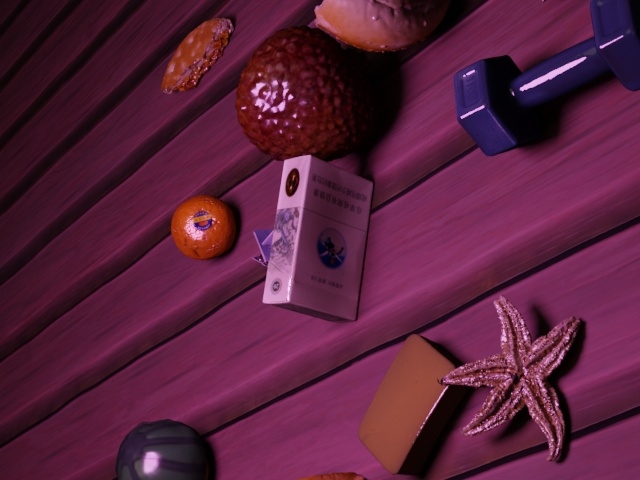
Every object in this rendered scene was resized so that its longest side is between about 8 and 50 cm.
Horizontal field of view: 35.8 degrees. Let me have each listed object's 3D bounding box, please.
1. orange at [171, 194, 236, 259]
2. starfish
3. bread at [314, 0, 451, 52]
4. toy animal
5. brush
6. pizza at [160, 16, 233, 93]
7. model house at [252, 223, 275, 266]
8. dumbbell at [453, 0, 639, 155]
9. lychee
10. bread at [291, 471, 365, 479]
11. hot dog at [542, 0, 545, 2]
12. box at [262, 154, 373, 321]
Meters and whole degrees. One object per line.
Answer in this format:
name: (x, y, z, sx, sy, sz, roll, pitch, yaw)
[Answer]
orange: (-0.241, -0.025, 2.042, 0.117, 0.136, 0.135, 117, 158, -71)
starfish: (0.278, 0.196, 1.390, 0.227, 0.043, 0.240, -34, 59, 27)
bread: (0.125, -0.427, 1.714, 0.171, 0.192, 0.314, -54, 6, 48)
toy animal: (-0.321, 0.505, 1.870, 0.216, 0.191, 0.338, -7, 70, 49)
brush: (0.144, 0.254, 1.526, 0.197, 0.059, 0.123, -62, 37, 11)
pizza: (-0.288, -0.428, 2.307, 0.246, 0.058, 0.127, -51, 42, 21)
model house: (-0.064, 0.012, 1.843, 0.167, 0.088, 0.117, -47, 44, 27)
dumbbell: (0.347, -0.239, 1.414, 0.325, 0.160, 0.144, -26, 88, 42)
lychee: (-0.023, -0.252, 1.762, 0.261, 0.261, 0.260, -22, 60, 44)
bread: (-0.023, 0.477, 1.583, 0.143, 0.140, 0.228, -13, 64, 55)
hot dog: (0.392, -0.472, 1.517, 0.092, 0.062, 0.235, 36, 101, 50)
box: (0.000, 0.000, 1.712, 0.069, 0.164, 0.256, -6, 71, 47)
